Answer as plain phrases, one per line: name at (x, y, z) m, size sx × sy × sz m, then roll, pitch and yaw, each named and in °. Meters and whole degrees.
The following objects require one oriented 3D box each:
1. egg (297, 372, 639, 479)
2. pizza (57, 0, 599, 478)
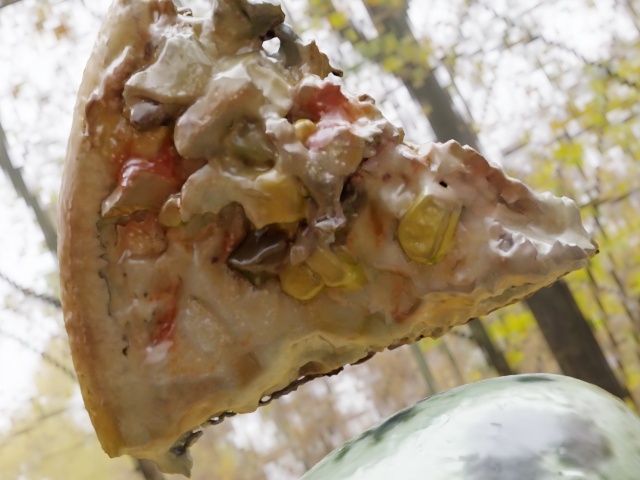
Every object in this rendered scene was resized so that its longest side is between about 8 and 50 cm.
egg at (0.037, 0.148, 0.527) m, size 0.228 × 0.177 × 0.177 m, roll -63°, pitch -25°, yaw -5°
pizza at (0.000, 0.000, 0.621) m, size 0.195 × 0.185 × 0.052 m, roll 2°, pitch 10°, yaw 8°
